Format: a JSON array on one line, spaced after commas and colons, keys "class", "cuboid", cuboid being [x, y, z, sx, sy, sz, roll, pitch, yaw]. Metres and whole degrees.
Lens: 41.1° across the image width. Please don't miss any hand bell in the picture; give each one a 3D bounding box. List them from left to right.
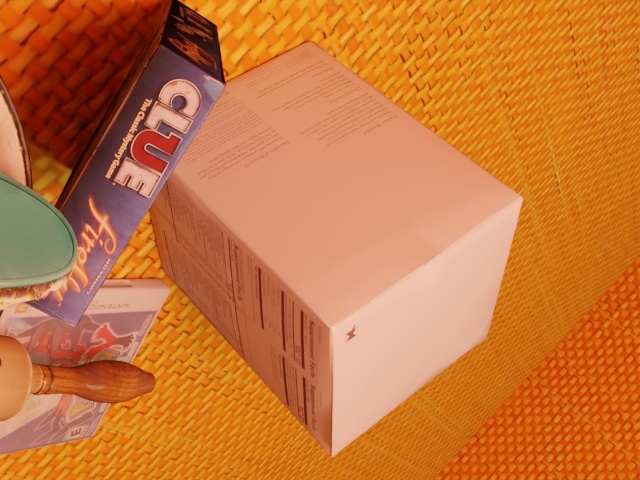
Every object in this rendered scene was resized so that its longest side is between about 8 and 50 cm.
[{"class": "hand bell", "cuboid": [-0.229, 0.117, 0.719, 0.242, 0.126, 0.126, 14, 114, -54]}]

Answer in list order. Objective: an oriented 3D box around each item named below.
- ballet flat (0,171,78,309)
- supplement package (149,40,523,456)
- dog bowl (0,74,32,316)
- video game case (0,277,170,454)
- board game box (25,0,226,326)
[{"class": "ballet flat", "cuboid": [-0.219, -0.008, 0.363, 0.077, 0.091, 0.241, -27, 155, 28]}, {"class": "supplement package", "cuboid": [0.000, 0.000, 0.752, 0.199, 0.262, 0.198, -32, 147, -24]}, {"class": "dog bowl", "cuboid": [-0.357, -0.009, 0.394, 0.408, 0.150, 0.408, -32, 147, -24]}, {"class": "video game case", "cuboid": [-0.253, 0.121, 0.808, 0.183, 0.023, 0.201, 3, 124, -54]}, {"class": "board game box", "cuboid": [-0.125, -0.068, 0.565, 0.042, 0.243, 0.165, 30, 105, -18]}]
